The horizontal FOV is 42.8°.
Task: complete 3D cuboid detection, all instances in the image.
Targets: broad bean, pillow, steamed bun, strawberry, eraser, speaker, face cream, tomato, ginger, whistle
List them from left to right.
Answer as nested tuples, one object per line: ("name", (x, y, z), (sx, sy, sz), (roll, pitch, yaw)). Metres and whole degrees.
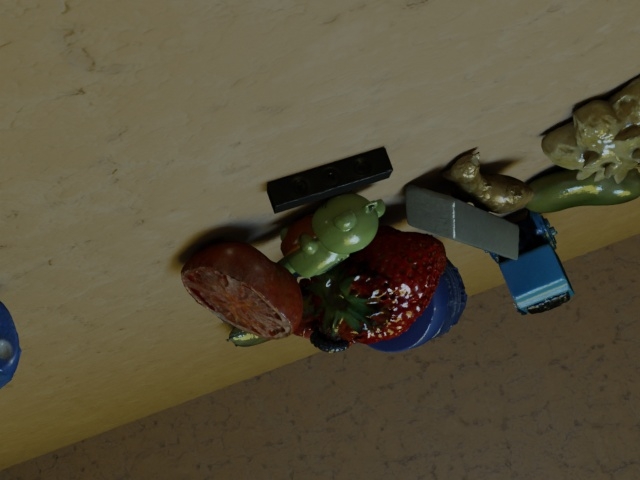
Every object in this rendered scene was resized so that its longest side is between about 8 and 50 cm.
("tomato", (-0.129, 0.077, 1.438), (0.095, 0.237, 0.237), (-61, -175, -26))
("pillow", (-0.114, 0.225, 2.253), (0.303, 0.074, 0.185), (-22, 167, -5))
("whistle", (0.000, 0.000, 1.443), (0.288, 0.106, 0.131), (-34, 172, 38))
("speaker", (0.014, -0.092, 1.252), (0.191, 0.040, 0.046), (-18, 169, -10))
("strawberry", (0.130, 0.081, 1.665), (0.288, 0.238, 0.250), (-17, -152, -41))
("face cream", (0.212, 0.140, 2.025), (0.249, 0.248, 0.225), (-27, 170, 28))
("eraser", (0.285, -0.030, 1.608), (0.111, 0.077, 0.353), (22, -176, 37))
("ginger", (0.320, -0.101, 1.577), (0.148, 0.081, 0.334), (16, 180, 32))
("broad bean", (0.581, -0.128, 1.819), (0.263, 0.121, 0.189), (-9, 177, 22))
("steamed bun", (0.554, -0.184, 1.473), (0.292, 0.137, 0.295), (-15, 168, -6))

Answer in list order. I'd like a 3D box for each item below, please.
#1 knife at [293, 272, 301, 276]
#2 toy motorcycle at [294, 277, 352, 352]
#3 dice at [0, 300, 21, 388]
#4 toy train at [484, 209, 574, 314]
("knife", (-0.131, 0.090, 1.804), (0.244, 0.032, 0.058), (-17, 176, 7))
("toy motorcycle", (-0.016, 0.166, 1.801), (0.171, 0.298, 0.089), (-12, 121, -35))
("dice", (-0.549, 0.161, 1.214), (0.143, 0.146, 0.146), (-29, 163, 28))
("toy train", (0.560, 0.062, 2.171), (0.188, 0.264, 0.300), (-24, 165, 16))
